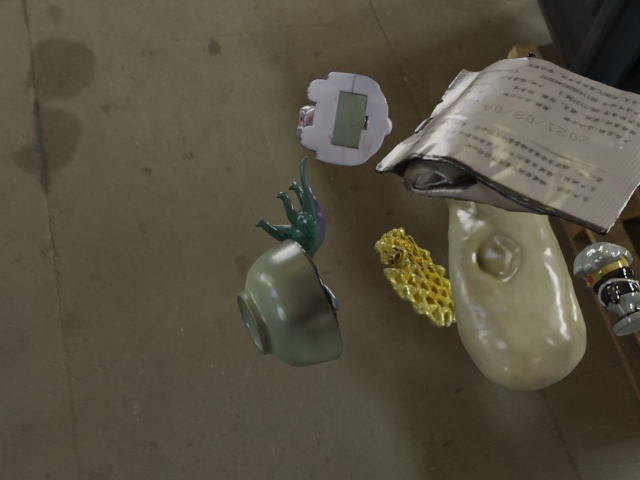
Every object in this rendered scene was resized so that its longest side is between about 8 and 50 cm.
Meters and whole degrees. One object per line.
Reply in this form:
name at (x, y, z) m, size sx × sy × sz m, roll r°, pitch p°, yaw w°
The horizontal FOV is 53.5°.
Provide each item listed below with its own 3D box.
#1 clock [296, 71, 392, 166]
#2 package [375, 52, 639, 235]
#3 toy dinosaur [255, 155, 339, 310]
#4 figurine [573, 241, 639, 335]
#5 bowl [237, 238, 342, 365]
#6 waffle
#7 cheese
clock at (0.041, -0.243, 1.345) m, size 0.189 × 0.254 × 0.188 m, roll 0°, pitch 95°, yaw -5°
package at (0.205, -0.110, 0.647) m, size 0.251 × 0.062 × 0.204 m, roll 21°, pitch 56°, yaw 36°
toy dinosaur at (0.000, 0.000, 1.759) m, size 0.331 × 0.383 × 0.129 m, roll 39°, pitch 43°, yaw 3°
figurine at (0.764, 0.114, 1.635) m, size 0.176 × 0.133 × 0.236 m, roll 9°, pitch 50°, yaw -42°
bowl at (-0.103, 0.188, 1.683) m, size 0.185 × 0.354 × 0.353 m, roll -22°, pitch 66°, yaw -17°
waffle at (0.219, 0.085, 1.428) m, size 0.056 × 0.261 × 0.250 m, roll -42°, pitch 89°, yaw 23°
cheese at (0.254, 0.058, 0.819) m, size 0.130 × 0.328 × 0.350 m, roll -14°, pitch 54°, yaw 18°
